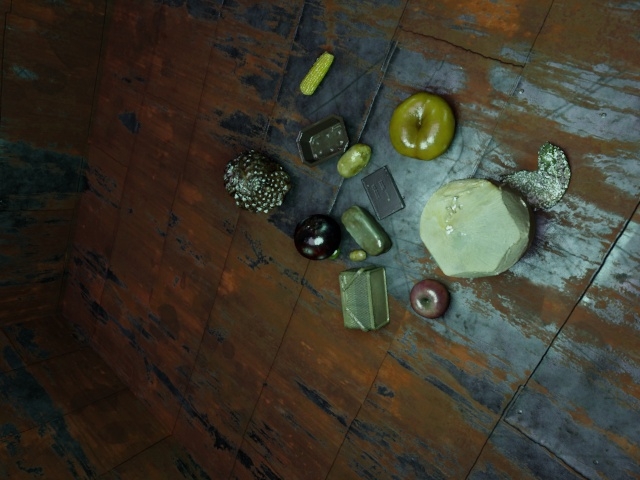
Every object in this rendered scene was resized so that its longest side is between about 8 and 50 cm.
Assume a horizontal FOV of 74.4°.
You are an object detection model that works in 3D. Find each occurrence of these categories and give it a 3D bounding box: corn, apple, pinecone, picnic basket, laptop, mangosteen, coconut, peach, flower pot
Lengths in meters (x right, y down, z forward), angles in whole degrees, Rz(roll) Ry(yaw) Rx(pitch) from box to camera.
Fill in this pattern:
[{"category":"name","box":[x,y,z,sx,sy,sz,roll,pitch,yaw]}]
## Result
[{"category":"corn","box":[-0.017,-0.726,1.832,0.072,0.072,0.203,49,117,19]},{"category":"apple","box":[0.419,0.221,1.614,0.153,0.120,0.154,7,101,38]},{"category":"pinecone","box":[-0.305,-0.270,1.952,0.296,0.298,0.242,58,148,35]},{"category":"picnic basket","box":[0.185,0.237,1.742,0.139,0.165,0.267,-5,93,33]},{"category":"laptop","box":[0.257,-0.196,1.738,0.135,0.016,0.197,-28,80,31]},{"category":"mangosteen","box":[-0.010,-0.007,1.836,0.216,0.216,0.216,4,97,33]},{"category":"coconut","box":[0.509,-0.041,1.384,0.346,0.360,0.347,5,99,35]},{"category":"peach","box":[0.376,-0.421,1.559,0.251,0.153,0.251,8,106,29]},{"category":"flower pot","box":[0.024,-0.428,1.827,0.250,0.084,0.179,-18,84,32]}]

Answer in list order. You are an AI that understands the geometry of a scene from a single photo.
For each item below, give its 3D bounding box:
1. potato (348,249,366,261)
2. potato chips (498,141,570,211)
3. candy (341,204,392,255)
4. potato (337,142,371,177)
[{"category":"potato","box":[0.160,0.065,1.814,0.083,0.040,0.051,-4,105,35]},{"category":"potato chips","box":[0.732,-0.211,1.420,0.202,0.029,0.220,44,119,21]},{"category":"candy","box":[0.189,-0.040,1.745,0.102,0.104,0.234,-43,71,28]},{"category":"potato","box":[0.141,-0.331,1.749,0.170,0.107,0.080,-37,33,30]}]
